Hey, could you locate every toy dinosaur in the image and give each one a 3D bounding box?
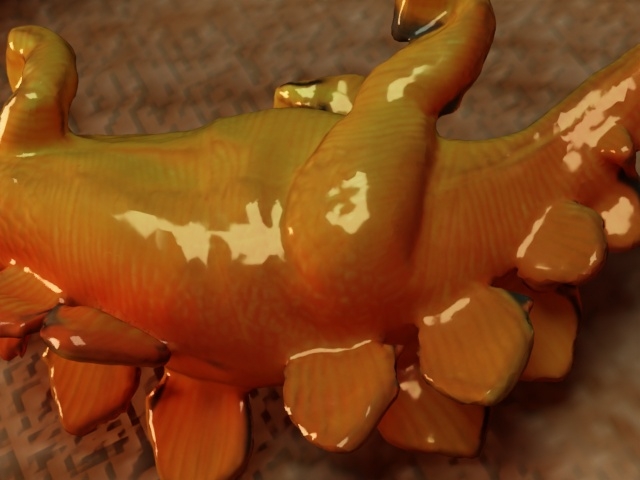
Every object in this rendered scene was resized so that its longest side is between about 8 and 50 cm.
[{"bbox_3d":[0.000,0.000,0.414,0.288,0.070,0.117,-8,57,17],"label":"toy dinosaur"}]
